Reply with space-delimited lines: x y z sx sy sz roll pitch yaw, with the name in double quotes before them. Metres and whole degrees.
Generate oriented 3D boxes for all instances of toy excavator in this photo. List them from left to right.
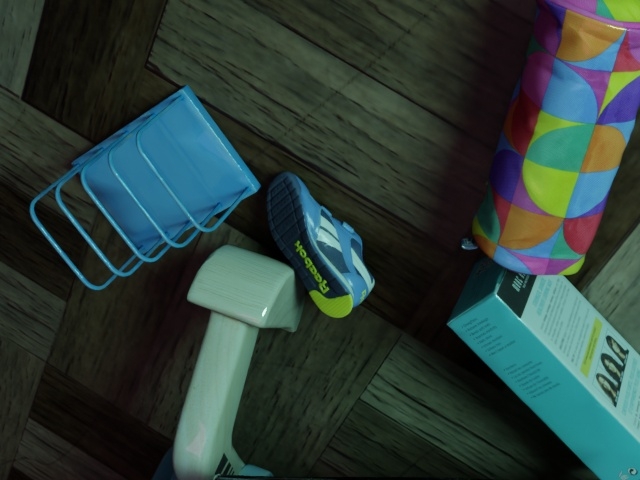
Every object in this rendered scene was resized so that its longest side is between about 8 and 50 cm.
"toy excavator" -0.114 0.277 1.033 0.222 0.433 0.445 19 155 13

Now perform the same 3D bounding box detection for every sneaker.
"sneaker" 0.000 0.000 0.936 0.053 0.059 0.144 -32 84 46

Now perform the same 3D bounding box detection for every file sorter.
"file sorter" -0.169 -0.042 0.951 0.170 0.104 0.118 -26 108 34

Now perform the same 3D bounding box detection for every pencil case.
"pencil case" 0.180 -0.082 0.769 0.104 0.104 0.236 21 127 11

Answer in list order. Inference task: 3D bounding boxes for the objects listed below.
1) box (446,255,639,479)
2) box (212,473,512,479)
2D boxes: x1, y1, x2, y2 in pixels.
"box" 0.223 0.116 0.873 0.244 0.100 0.060 45 128 -7
"box" 0.100 0.251 0.917 0.295 0.293 0.073 -6 74 29
